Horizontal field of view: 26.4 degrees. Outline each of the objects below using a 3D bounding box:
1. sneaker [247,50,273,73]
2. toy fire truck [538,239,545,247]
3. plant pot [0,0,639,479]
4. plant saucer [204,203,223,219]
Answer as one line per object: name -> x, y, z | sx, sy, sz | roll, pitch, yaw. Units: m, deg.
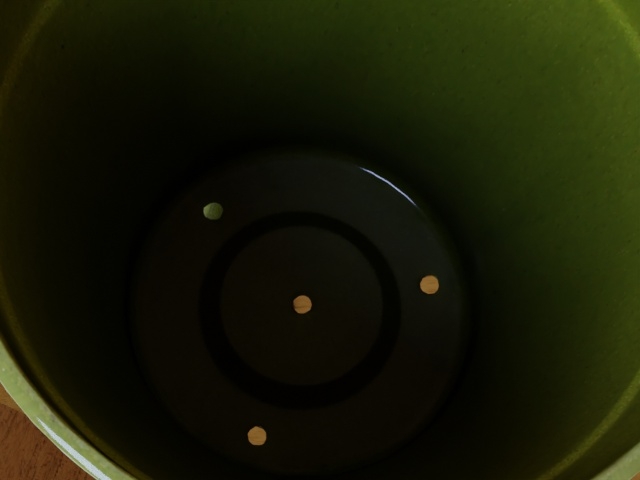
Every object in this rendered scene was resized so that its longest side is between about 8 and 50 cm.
sneaker -> -0.094, -0.119, 0.933 | 0.209, 0.081, 0.094 | 7, 159, 32
toy fire truck -> 0.292, 0.016, 0.853 | 0.302, 0.169, 0.254 | 11, -177, 25
plant pot -> 0.000, 0.000, 0.750 | 0.367, 0.366, 0.353 | 20, 163, 0
plant saucer -> -0.147, -0.051, 1.023 | 0.188, 0.188, 0.045 | 22, -164, 8
